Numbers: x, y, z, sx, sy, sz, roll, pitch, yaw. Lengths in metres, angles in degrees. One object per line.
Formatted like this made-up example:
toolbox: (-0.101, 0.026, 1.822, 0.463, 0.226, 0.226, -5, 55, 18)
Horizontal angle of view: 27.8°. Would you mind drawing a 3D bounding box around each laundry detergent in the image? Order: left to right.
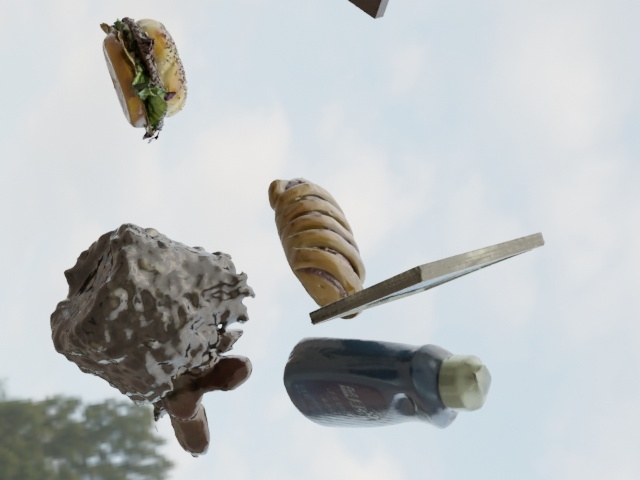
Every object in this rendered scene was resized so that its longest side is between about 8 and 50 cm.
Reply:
laundry detergent: (0.094, 0.189, 1.675, 0.290, 0.094, 0.143, -3, -47, 39)

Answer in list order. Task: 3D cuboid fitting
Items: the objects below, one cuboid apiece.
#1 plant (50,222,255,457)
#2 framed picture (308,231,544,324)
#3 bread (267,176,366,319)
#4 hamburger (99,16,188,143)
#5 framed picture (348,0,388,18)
plant: (-0.173, 0.095, 1.441, 0.178, 0.234, 0.204, -26, -144, 57)
framed picture: (0.097, 0.038, 1.232, 0.203, 0.150, 0.015, -28, -101, 57)
bread: (0.000, 0.000, 1.725, 0.081, 0.134, 0.225, -33, -139, 14)
hamburger: (-0.232, -0.224, 1.737, 0.189, 0.093, 0.164, -123, -163, -54)
framed picture: (0.068, -0.434, 1.927, 0.128, 0.023, 0.168, 40, -50, 26)
